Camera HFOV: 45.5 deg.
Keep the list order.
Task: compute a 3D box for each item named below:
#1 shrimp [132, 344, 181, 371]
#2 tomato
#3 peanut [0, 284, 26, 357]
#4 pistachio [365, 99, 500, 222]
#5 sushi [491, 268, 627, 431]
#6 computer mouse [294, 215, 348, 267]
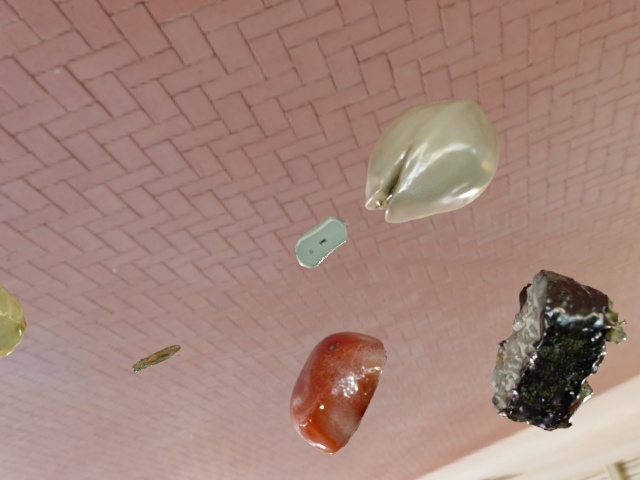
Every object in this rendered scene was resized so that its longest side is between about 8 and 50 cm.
[{"bbox_3d":[-0.344,0.243,1.601,0.108,0.023,0.059,-23,166,-17],"label":"shrimp"},{"bbox_3d":[0.017,0.364,1.944,0.144,0.338,0.338,29,136,-13],"label":"tomato"},{"bbox_3d":[-0.611,0.086,1.177,0.319,0.147,0.147,28,136,-16],"label":"peanut"},{"bbox_3d":[0.192,-0.138,1.350,0.332,0.208,0.226,-39,162,-47],"label":"pistachio"},{"bbox_3d":[0.303,0.141,0.997,0.115,0.147,0.212,11,118,-2],"label":"sushi"},{"bbox_3d":[0.000,0.000,1.262,0.110,0.056,0.032,-37,-161,-19],"label":"computer mouse"}]
